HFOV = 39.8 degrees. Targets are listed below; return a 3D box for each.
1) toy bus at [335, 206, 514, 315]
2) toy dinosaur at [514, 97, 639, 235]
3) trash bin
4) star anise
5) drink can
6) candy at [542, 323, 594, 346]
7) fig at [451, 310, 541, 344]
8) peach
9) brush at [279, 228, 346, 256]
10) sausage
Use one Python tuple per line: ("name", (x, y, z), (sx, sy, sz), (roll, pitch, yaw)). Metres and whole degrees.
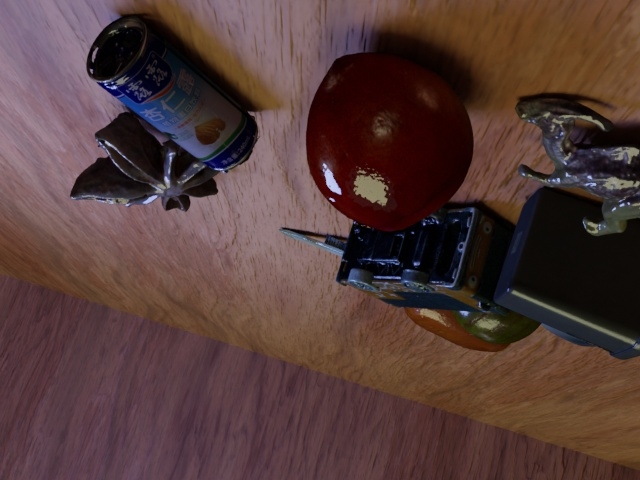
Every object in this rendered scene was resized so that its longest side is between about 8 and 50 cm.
("toy bus", (0.173, 0.034, 1.384), (0.167, 0.138, 0.275), (26, 164, -32))
("toy dinosaur", (0.335, -0.065, 0.985), (0.294, 0.077, 0.162), (20, 164, -6))
("trash bin", (0.365, 0.048, 1.158), (0.236, 0.176, 0.101), (21, 165, 0))
("star anise", (-0.269, -0.115, 1.408), (0.258, 0.110, 0.198), (11, 147, -43))
("drink can", (-0.181, -0.180, 1.123), (0.097, 0.097, 0.235), (6, 161, 35))
("candy", (0.480, 0.147, 1.549), (0.138, 0.071, 0.174), (24, 162, -22))
("fig", (0.339, 0.072, 1.437), (0.259, 0.151, 0.151), (-31, 138, 28))
("peach", (0.067, -0.111, 0.954), (0.198, 0.197, 0.197), (16, 164, 5))
("brush", (0.000, 0.000, 1.663), (0.179, 0.030, 0.033), (20, 175, 33))
("sausage", (0.264, 0.131, 1.635), (0.258, 0.133, 0.133), (28, 161, -27))
